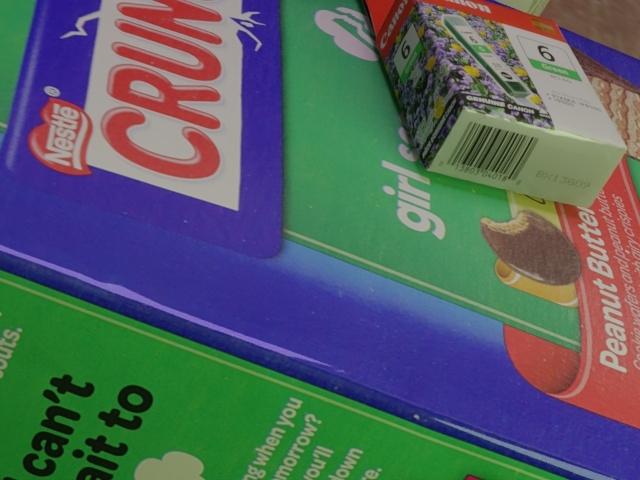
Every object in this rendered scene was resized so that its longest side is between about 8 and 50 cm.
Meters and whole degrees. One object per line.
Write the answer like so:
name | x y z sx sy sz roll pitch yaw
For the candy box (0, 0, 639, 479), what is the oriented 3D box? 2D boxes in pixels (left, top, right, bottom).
candy box | 0.000 0.000 0.537 0.317 0.122 0.268 20 35 -11

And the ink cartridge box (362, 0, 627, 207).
ink cartridge box | 0.055 -0.062 0.521 0.062 0.029 0.115 12 37 -23

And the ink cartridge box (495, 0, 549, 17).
ink cartridge box | -0.007 -0.230 0.809 0.207 0.117 0.283 6 43 -22
